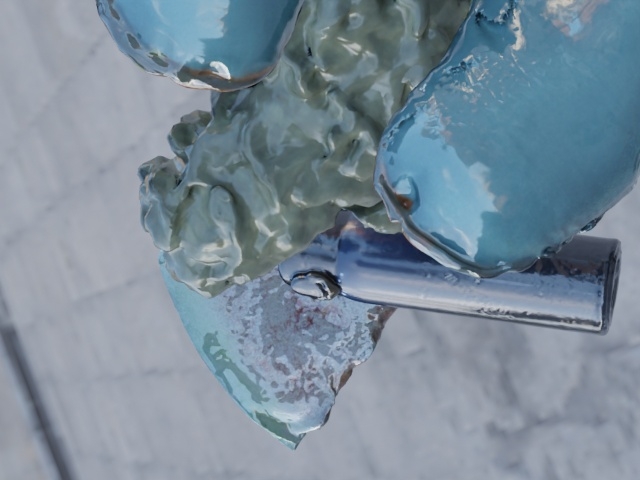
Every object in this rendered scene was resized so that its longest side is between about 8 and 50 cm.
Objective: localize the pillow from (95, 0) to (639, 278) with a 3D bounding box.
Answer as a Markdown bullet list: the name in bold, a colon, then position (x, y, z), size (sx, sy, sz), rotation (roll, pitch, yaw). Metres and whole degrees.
- **pillow**: position (0.035, -0.111, 0.713), size (0.233, 0.214, 0.086), rotation (32, 154, 5)

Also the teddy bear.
- **teddy bear**: position (0.013, -0.182, 1.220), size (0.367, 0.224, 0.357), rotation (-53, -45, -66)

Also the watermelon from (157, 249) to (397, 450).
- **watermelon**: position (0.000, 0.000, 1.609), size (0.193, 0.310, 0.231), rotation (30, 144, 7)

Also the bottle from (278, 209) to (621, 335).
- **bottle**: position (0.093, 0.021, 1.451), size (0.072, 0.244, 0.082), rotation (81, -158, -51)
